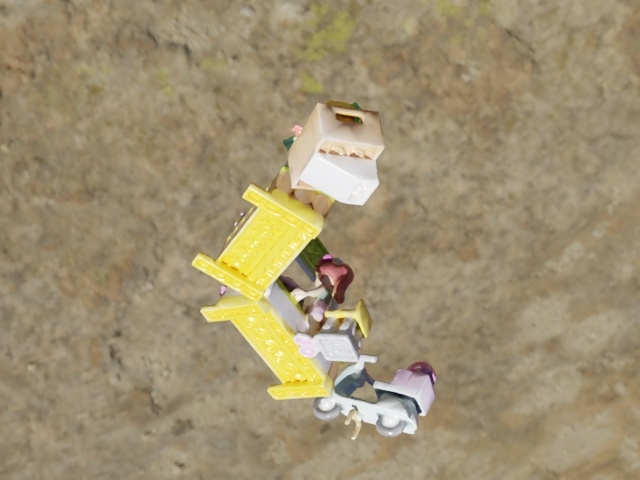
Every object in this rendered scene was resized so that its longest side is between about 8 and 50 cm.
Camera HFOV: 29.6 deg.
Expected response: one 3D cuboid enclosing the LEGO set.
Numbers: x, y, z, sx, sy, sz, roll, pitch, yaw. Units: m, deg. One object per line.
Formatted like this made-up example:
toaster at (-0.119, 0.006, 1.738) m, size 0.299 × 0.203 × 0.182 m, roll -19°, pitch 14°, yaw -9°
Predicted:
LEGO set at (0.000, 0.000, 0.751) m, size 0.132 × 0.107 × 0.287 m, roll 9°, pitch 139°, yaw 19°
